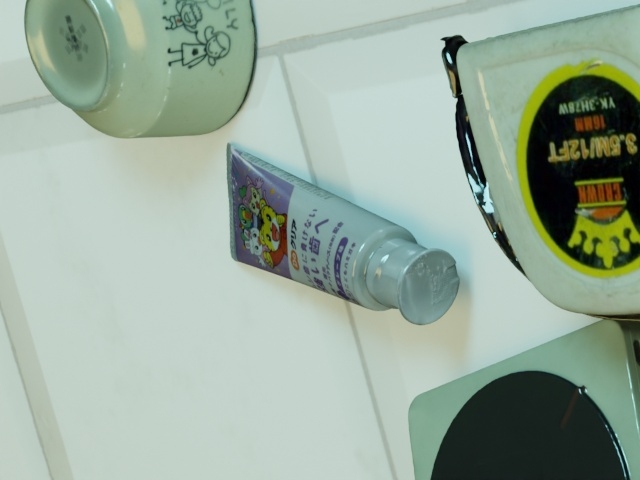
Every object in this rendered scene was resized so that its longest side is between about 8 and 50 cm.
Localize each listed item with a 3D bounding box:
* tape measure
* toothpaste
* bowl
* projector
[{"bbox_3d":[0.214,-0.049,1.387,0.271,0.133,0.231,-4,96,50],"label":"tape measure"},{"bbox_3d":[0.000,0.000,1.696,0.299,0.073,0.114,23,123,50],"label":"toothpaste"},{"bbox_3d":[-0.180,-0.191,1.760,0.237,0.126,0.238,24,125,39],"label":"bowl"},{"bbox_3d":[0.184,0.217,1.529,0.259,0.079,0.257,-28,62,48],"label":"projector"}]
